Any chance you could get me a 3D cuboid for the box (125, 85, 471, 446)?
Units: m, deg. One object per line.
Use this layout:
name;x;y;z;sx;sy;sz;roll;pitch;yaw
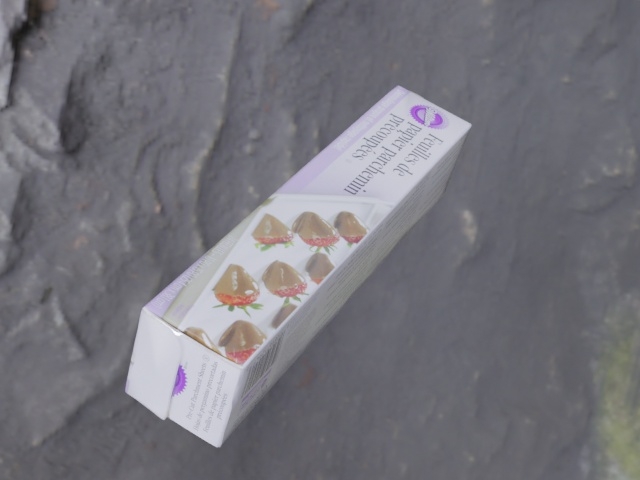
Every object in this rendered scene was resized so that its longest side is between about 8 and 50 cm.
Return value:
box;0.000;0.000;0.731;0.324;0.063;0.067;-45;160;-50
